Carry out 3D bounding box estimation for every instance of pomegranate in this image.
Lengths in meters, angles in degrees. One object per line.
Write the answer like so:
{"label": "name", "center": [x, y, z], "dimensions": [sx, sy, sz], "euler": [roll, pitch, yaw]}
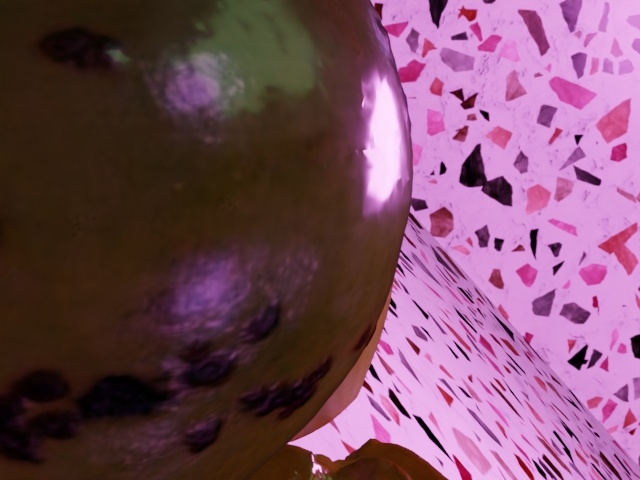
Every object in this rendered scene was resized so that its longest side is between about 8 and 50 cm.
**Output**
{"label": "pomegranate", "center": [-0.118, -0.009, 0.402], "dimensions": [0.291, 0.291, 0.323], "euler": [49, 21, 4]}

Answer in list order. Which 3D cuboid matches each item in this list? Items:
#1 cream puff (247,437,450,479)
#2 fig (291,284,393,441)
{"label": "cream puff", "center": [0.006, 0.173, 0.521], "dimensions": [0.195, 0.194, 0.221], "euler": [54, 14, 26]}
{"label": "fig", "center": [-0.046, 0.011, 0.844], "dimensions": [0.207, 0.207, 0.230], "euler": [-114, -176, -59]}
